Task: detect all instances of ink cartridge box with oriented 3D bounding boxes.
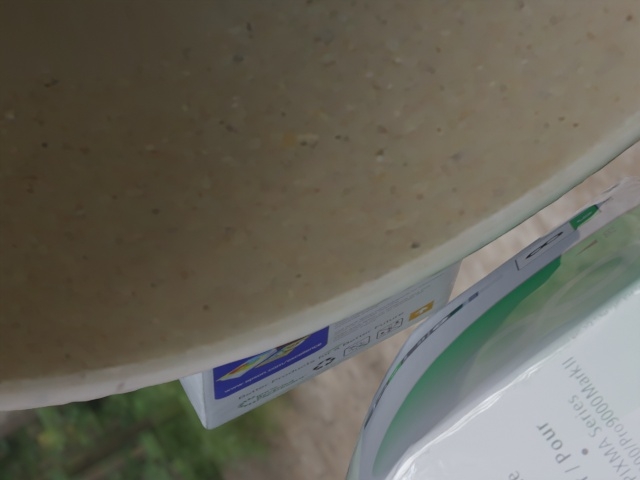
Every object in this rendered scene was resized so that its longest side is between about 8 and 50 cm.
[{"bbox_3d":[0.014,0.071,0.500,0.056,0.225,0.181,55,-174,-3],"label":"ink cartridge box"},{"bbox_3d":[0.000,0.000,1.025,0.069,0.176,0.371,60,169,13],"label":"ink cartridge box"}]

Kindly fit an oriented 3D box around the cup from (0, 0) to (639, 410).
[{"bbox_3d":[-0.039,-0.157,0.392,0.237,0.331,0.331,56,173,28],"label":"cup"}]
